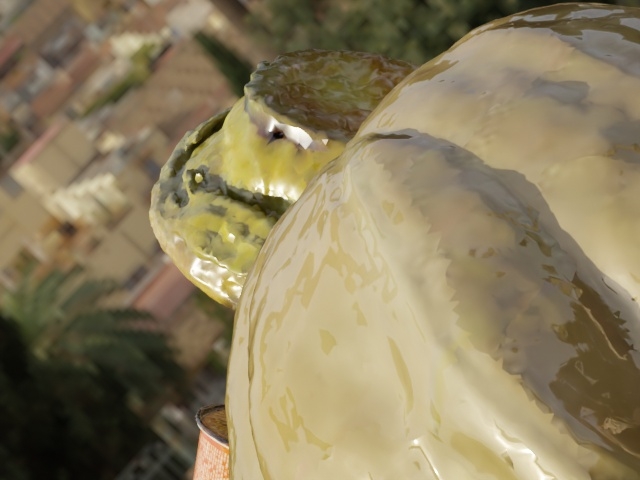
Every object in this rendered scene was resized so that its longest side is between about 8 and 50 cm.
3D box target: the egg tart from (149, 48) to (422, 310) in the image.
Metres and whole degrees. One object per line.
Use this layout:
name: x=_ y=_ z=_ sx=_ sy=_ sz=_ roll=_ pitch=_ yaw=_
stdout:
egg tart: x=0.023 y=-0.044 z=1.298 sx=0.294 sy=0.294 sz=0.123 roll=-72 pitch=-10 yaw=-60

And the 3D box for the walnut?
walnut: x=0.095 y=0.064 z=0.496 sx=0.225 sy=0.261 sz=0.225 roll=-31 pitch=-24 yaw=-16

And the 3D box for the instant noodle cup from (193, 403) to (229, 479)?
instant noodle cup: x=-0.021 y=0.244 z=1.574 sx=0.213 sy=0.213 sz=0.174 roll=-137 pitch=62 yaw=-76
